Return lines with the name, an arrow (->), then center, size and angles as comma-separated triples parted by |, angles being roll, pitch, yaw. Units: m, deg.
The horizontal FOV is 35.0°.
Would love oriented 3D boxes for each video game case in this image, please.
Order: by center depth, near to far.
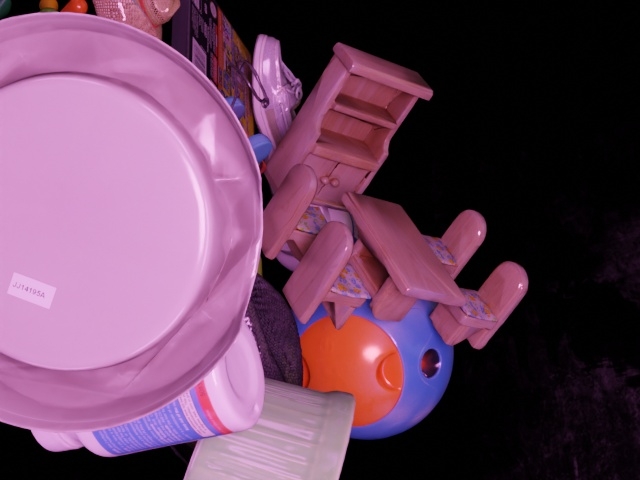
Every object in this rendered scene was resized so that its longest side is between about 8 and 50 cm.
video game case -> -0.177, -0.283, 1.699 | 0.248, 0.035, 0.275 | 52, 28, -52

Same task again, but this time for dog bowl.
dog bowl -> -0.212, -0.016, 0.882 | 0.102, 0.348, 0.349 | -59, 133, -83

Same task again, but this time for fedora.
fedora -> -0.117, 0.140, 1.340 | 0.334, 0.152, 0.334 | -14, 90, -74

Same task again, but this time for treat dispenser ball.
treat dispenser ball -> 0.077, 0.185, 1.686 | 0.288, 0.288, 0.288 | -14, 90, -73

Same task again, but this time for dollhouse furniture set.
dollhouse furniture set -> 0.103, -0.071, 1.530 | 0.362, 0.256, 0.394 | 12, 33, -37

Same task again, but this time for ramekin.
ramekin -> -0.077, 0.294, 1.134 | 0.303, 0.148, 0.303 | 18, 90, -90

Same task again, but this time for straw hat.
straw hat -> -0.242, -0.351, 1.499 | 0.144, 0.061, 0.145 | -14, 90, -74

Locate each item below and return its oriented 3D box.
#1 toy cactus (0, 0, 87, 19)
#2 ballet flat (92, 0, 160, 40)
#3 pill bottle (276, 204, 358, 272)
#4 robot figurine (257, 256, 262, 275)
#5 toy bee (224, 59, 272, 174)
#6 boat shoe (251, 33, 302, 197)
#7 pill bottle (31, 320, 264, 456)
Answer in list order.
toy cactus -> -0.323, -0.201, 1.058 | 0.180, 0.112, 0.219 | 6, 77, -70
ballet flat -> -0.250, -0.254, 1.390 | 0.206, 0.073, 0.067 | 54, 42, -43
pill bottle -> 0.000, 0.000, 1.828 | 0.272, 0.152, 0.152 | 35, 44, -65
robot figurine -> -0.122, 0.058, 1.539 | 0.101, 0.067, 0.115 | 66, 18, -55
toy bee -> -0.166, -0.146, 1.488 | 0.195, 0.162, 0.298 | 50, -14, 35
boat shoe -> -0.059, -0.212, 1.805 | 0.118, 0.103, 0.320 | -90, 171, -67
pill bottle -> -0.179, 0.148, 1.019 | 0.124, 0.221, 0.124 | -14, 90, -74
